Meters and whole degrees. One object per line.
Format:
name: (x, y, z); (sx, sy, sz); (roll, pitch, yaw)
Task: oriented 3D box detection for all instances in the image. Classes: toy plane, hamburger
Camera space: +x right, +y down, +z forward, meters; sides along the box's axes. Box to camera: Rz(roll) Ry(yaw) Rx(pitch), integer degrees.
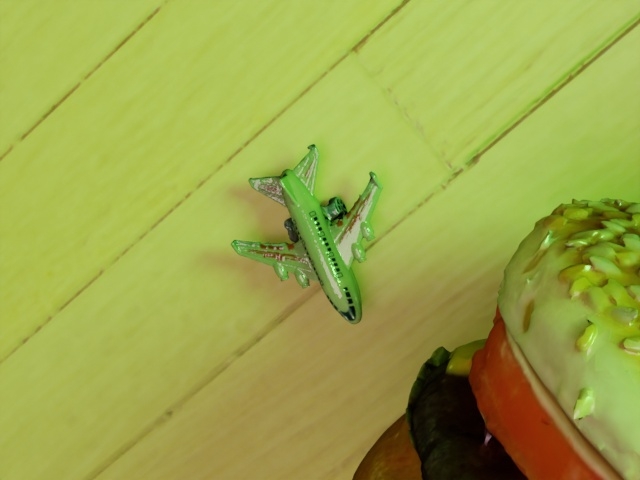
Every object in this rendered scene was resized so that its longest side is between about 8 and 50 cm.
toy plane: (0.000, 0.000, 1.073); (0.102, 0.040, 0.111); (-25, 96, 20)
hamburger: (0.192, 0.139, 0.911); (0.330, 0.330, 0.250); (35, 113, 5)
